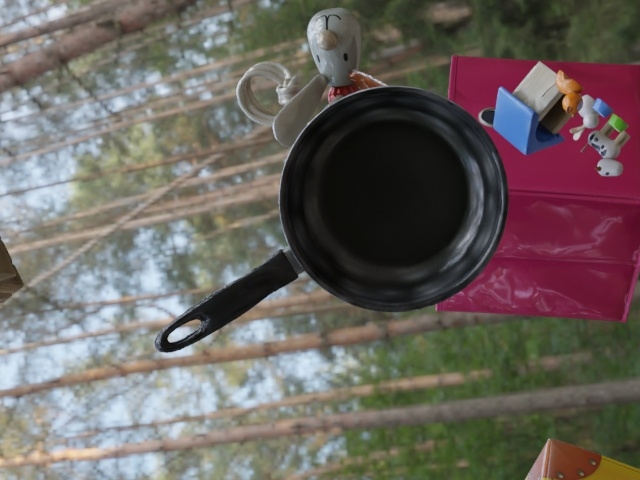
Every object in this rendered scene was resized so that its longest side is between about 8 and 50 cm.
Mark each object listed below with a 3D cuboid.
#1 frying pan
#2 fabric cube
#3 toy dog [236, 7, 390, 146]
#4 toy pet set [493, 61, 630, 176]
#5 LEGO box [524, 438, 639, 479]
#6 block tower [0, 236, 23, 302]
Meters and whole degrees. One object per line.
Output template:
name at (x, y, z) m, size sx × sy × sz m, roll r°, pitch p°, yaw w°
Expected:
frying pan at (0.026, 0.015, 1.022) m, size 0.197 × 0.326 × 0.053 m, roll 35°, pitch -169°, yaw -5°
fabric cube at (0.290, -0.068, 1.547) m, size 0.259 × 0.258 × 0.254 m, roll 85°, pitch -169°, yaw -50°
toy dog at (0.025, -0.122, 1.528) m, size 0.333 × 0.220 × 0.161 m, roll 60°, pitch -162°, yaw -6°
toy pet set at (0.188, -0.087, 0.913) m, size 0.122 × 0.065 × 0.114 m, roll 28°, pitch -165°, yaw -51°
LEGO box at (0.233, 0.523, 1.188) m, size 0.500 × 0.193 × 0.372 m, roll -67°, pitch -4°, yaw -53°
block tower at (-0.455, 0.095, 1.211) m, size 0.097 × 0.335 × 0.091 m, roll 60°, pitch -161°, yaw 18°
